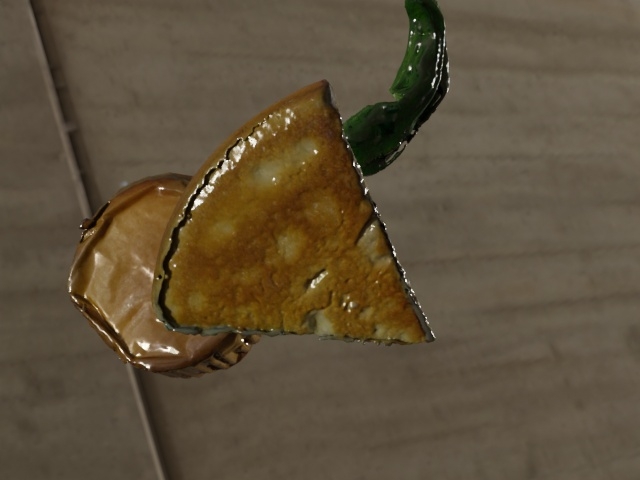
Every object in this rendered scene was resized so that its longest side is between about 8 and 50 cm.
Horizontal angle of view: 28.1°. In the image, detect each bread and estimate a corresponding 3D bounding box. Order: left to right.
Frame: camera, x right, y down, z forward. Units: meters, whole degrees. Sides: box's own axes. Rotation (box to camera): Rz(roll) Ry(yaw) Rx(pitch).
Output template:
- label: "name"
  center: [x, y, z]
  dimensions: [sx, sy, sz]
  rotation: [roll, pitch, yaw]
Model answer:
- label: "bread"
  center: [-0.135, 0.038, 1.234]
  dimensions: [0.199, 0.199, 0.104]
  rotation: [-23, -19, 7]

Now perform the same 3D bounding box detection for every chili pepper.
- label: "chili pepper"
  center: [0.059, -0.120, 1.073]
  dimensions: [0.182, 0.073, 0.050]
  rotation: [-55, -13, 6]

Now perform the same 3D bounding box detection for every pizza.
- label: "pizza"
  center: [0.000, 0.000, 0.767]
  dimensions: [0.176, 0.036, 0.185]
  rotation: [23, -69, -6]
